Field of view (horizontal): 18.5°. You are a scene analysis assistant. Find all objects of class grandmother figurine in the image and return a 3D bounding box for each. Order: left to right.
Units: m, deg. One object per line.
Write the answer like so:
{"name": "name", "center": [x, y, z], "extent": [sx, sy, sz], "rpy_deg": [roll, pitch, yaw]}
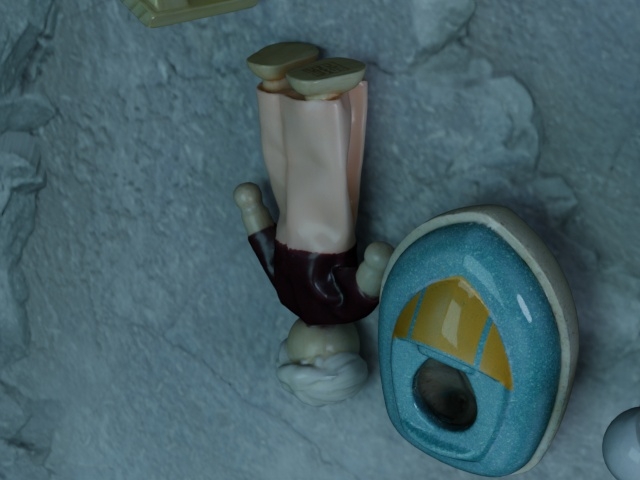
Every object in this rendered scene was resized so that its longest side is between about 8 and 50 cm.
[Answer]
{"name": "grandmother figurine", "center": [0.000, 0.000, 1.816], "extent": [0.208, 0.104, 0.342], "rpy_deg": [33, 131, 53]}

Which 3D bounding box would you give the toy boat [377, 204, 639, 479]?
{"name": "toy boat", "center": [0.178, 0.112, 1.667], "extent": [0.318, 0.148, 0.267], "rpy_deg": [18, 126, 29]}

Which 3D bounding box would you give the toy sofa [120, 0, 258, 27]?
{"name": "toy sofa", "center": [-0.094, -0.378, 1.703], "extent": [0.177, 0.150, 0.362], "rpy_deg": [45, 128, 22]}
